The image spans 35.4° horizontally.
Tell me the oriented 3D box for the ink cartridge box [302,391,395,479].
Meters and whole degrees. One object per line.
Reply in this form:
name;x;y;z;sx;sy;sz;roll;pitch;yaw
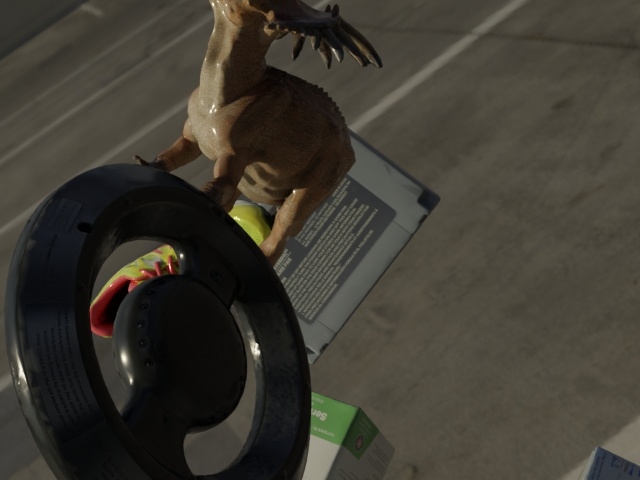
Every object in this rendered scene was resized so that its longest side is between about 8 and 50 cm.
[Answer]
ink cartridge box;-0.012;0.296;1.138;0.093;0.154;0.212;14;67;27

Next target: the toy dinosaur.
toy dinosaur;-0.028;-0.088;0.782;0.200;0.296;0.127;-46;61;-7

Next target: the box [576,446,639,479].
box;0.293;0.287;0.949;0.072;0.137;0.126;-43;-25;-56

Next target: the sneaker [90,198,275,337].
sneaker;-0.124;0.037;0.892;0.208;0.081;0.094;-31;4;27

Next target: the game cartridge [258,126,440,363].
game cartridge;0.000;0.000;1.388;0.297;0.198;0.062;-53;-3;11

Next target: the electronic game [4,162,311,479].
electronic game;-0.080;0.064;0.567;0.048;0.229;0.229;-23;23;30
